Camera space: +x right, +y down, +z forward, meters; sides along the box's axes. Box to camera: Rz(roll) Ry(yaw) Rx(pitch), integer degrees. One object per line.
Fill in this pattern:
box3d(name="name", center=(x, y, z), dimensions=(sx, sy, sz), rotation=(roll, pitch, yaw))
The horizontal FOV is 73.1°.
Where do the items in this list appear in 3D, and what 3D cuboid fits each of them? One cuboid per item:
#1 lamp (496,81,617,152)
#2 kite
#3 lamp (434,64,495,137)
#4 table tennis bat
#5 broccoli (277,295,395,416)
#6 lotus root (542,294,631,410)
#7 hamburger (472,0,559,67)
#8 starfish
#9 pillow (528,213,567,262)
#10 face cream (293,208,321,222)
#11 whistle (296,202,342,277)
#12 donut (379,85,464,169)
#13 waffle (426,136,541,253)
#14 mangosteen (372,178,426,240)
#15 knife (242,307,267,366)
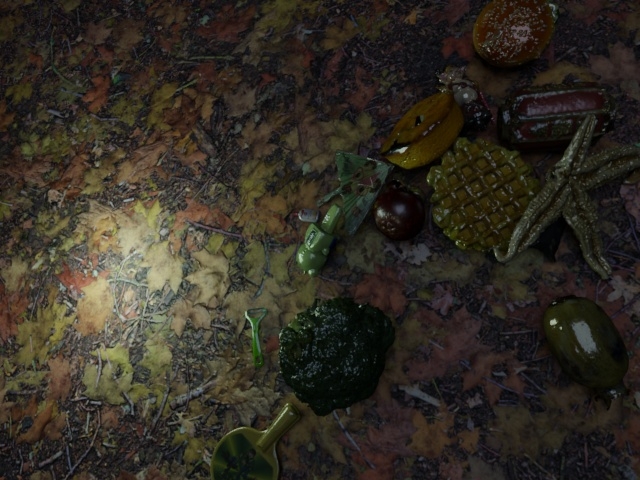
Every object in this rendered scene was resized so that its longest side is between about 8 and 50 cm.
box3d(name="lamp", center=(0.611, -0.321, 1.134), dimensions=(0.273, 0.177, 0.177), rotation=(0, 76, 13))
box3d(name="kite", center=(0.096, -0.159, 1.250), dimensions=(0.267, 0.013, 0.323), rotation=(-23, 57, 30))
box3d(name="lamp", center=(0.402, -0.423, 1.243), dimensions=(0.118, 0.118, 0.254), rotation=(-19, 73, 8))
box3d(name="table tennis bat", center=(-0.167, 0.569, 1.160), dimensions=(0.198, 0.050, 0.321), rotation=(41, 92, 22))
box3d(name="broccoli", center=(0.031, 0.262, 1.084), dimensions=(0.304, 0.321, 0.283), rotation=(-46, 39, -11))
box3d(name="lotus root", center=(0.622, 0.260, 0.994), dimensions=(0.153, 0.154, 0.279), rotation=(-21, 76, 8))
box3d(name="hamburger", center=(0.551, -0.603, 1.234), dimensions=(0.236, 0.147, 0.237), rotation=(-4, 75, 16))
box3d(name="starfish", center=(0.634, -0.077, 1.062), dimensions=(0.323, 0.082, 0.433), rotation=(30, 85, -18))
box3d(name="pillow", center=(0.594, -0.028, 1.115), dimensions=(0.048, 0.090, 0.150), rotation=(7, 70, 58))
box3d(name="face cream", center=(-0.042, -0.077, 1.308), dimensions=(0.083, 0.021, 0.040), rotation=(8, 77, 16))
box3d(name="whistle", center=(0.000, 0.000, 1.225), dimensions=(0.105, 0.085, 0.228), rotation=(41, 108, 45))
box3d(name="donut", center=(0.274, -0.302, 1.183), dimensions=(0.118, 0.253, 0.253), rotation=(42, 88, -24))
box3d(name="waffle", center=(0.430, -0.114, 1.136), dimensions=(0.324, 0.068, 0.303), rotation=(15, 83, -1))
box3d(name="mangosteen", center=(0.234, -0.086, 1.182), dimensions=(0.181, 0.156, 0.145), rotation=(-34, 34, -14))
box3d(name="knife", center=(-0.187, 0.280, 1.250), dimensions=(0.078, 0.022, 0.167), rotation=(-10, 72, 16))
